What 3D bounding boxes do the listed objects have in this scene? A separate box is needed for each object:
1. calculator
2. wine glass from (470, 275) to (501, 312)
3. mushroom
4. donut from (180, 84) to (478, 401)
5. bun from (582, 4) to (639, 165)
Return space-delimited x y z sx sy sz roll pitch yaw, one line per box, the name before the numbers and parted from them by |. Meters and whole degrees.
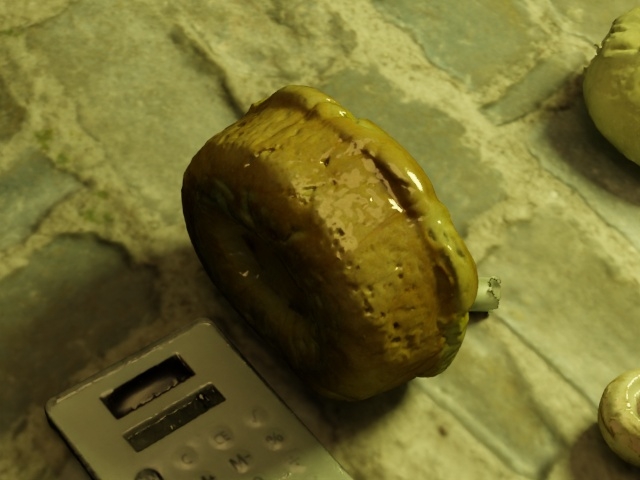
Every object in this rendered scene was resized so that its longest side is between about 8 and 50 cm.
calculator | -0.077 0.172 0.908 0.161 0.021 0.262 -29 57 -28
wine glass | 0.110 0.041 1.030 0.083 0.039 0.042 2 39 -6
mushroom | 0.257 0.135 0.937 0.084 0.067 0.083 9 47 -10
donut | 0.000 0.000 0.947 0.128 0.208 0.261 -30 52 -27
bun | 0.363 -0.155 1.163 0.221 0.134 0.220 4 51 -5
